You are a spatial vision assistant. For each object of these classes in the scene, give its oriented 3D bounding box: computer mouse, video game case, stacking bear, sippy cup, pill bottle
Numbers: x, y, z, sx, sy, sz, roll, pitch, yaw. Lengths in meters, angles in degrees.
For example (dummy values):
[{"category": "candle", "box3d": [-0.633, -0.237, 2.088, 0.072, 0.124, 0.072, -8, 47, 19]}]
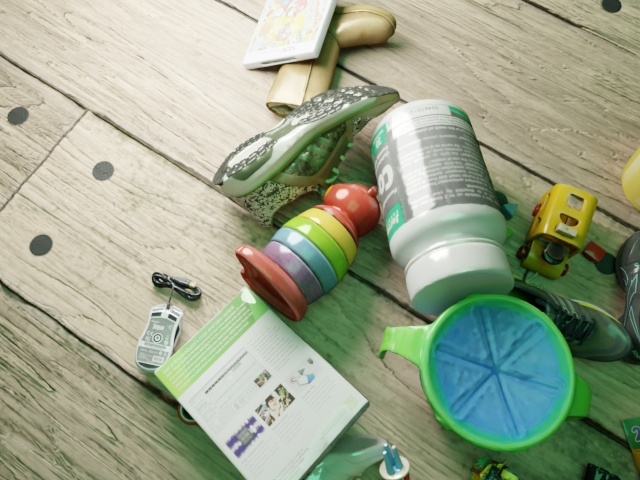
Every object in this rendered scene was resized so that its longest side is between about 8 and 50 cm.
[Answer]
[{"category": "computer mouse", "box3d": [-0.305, 0.162, 0.989, 0.106, 0.042, 0.193, 14, 68, 0]}, {"category": "video game case", "box3d": [-0.061, -0.495, 1.139, 0.206, 0.026, 0.227, 5, 70, 36]}, {"category": "stacking bear", "box3d": [0.000, 0.000, 0.980, 0.164, 0.175, 0.289, 40, 70, 14]}, {"category": "sippy cup", "box3d": [0.269, 0.225, 0.867, 0.240, 0.224, 0.305, -35, 76, -10]}, {"category": "pill bottle", "box3d": [0.216, -0.063, 0.927, 0.204, 0.204, 0.361, -6, 58, -1]}]

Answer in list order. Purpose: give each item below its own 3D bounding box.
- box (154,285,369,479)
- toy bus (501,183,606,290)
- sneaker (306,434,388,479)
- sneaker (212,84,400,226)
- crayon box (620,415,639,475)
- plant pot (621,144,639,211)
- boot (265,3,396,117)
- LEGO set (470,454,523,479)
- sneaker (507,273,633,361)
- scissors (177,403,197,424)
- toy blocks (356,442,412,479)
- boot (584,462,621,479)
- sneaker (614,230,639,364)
[{"category": "box", "box3d": [-0.107, 0.265, 0.907, 0.322, 0.058, 0.232, 40, 72, 22]}, {"category": "toy bus", "box3d": [0.466, -0.010, 0.999, 0.190, 0.104, 0.202, -20, 74, -5]}, {"category": "sneaker", "box3d": [0.028, 0.416, 0.899, 0.212, 0.080, 0.094, -20, 86, 1]}, {"category": "sneaker", "box3d": [-0.010, -0.173, 1.040, 0.410, 0.182, 0.158, -31, 31, -1]}, {"category": "crayon box", "box3d": [0.684, 0.455, 0.868, 0.203, 0.083, 0.323, -11, 73, -3]}, {"category": "plant pot", "box3d": [0.722, -0.150, 0.969, 0.253, 0.239, 0.254, 0, 72, 1]}, {"category": "boot", "box3d": [0.027, -0.390, 1.132, 0.236, 0.089, 0.270, 11, 72, 17]}, {"category": "LEGO set", "box3d": [0.324, 0.524, 0.792, 0.255, 0.192, 0.331, -35, 76, -9]}, {"category": "sneaker", "box3d": [0.421, 0.147, 0.931, 0.299, 0.121, 0.111, 21, 98, 10]}, {"category": "scissors", "box3d": [-0.129, 0.304, 0.952, 0.297, 0.021, 0.109, 7, 71, 4]}, {"category": "toy blocks", "box3d": [0.100, 0.421, 0.861, 0.123, 0.054, 0.148, -20, 108, -6]}, {"category": "boot", "box3d": [0.468, 0.443, 0.893, 0.121, 0.045, 0.099, 25, 77, 0]}, {"category": "sneaker", "box3d": [0.630, 0.102, 0.965, 0.101, 0.106, 0.268, 11, 72, 5]}]
